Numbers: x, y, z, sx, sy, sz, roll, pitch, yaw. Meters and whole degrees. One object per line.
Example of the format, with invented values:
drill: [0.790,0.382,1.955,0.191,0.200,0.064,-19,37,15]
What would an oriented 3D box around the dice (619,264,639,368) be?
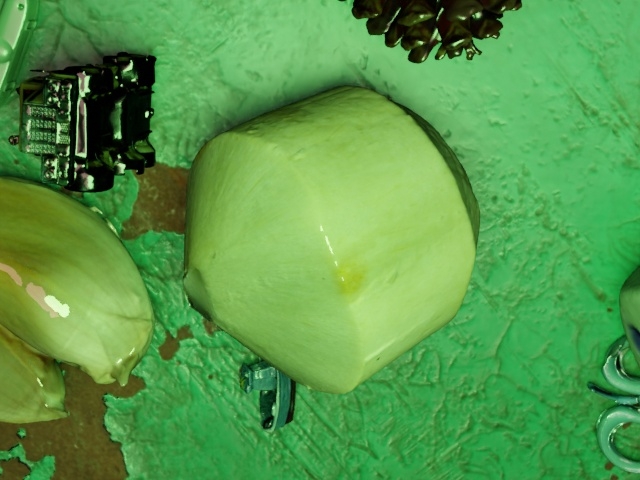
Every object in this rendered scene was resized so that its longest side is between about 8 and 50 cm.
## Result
dice: [0.483,0.103,1.266,0.243,0.251,0.259,-31,91,-3]

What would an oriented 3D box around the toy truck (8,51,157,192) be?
toy truck: [-0.247,-0.129,1.226,0.127,0.257,0.127,6,102,1]

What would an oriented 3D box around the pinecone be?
pinecone: [0.098,-0.316,1.219,0.246,0.246,0.292,-26,116,5]

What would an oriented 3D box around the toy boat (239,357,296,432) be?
toy boat: [-0.063,0.157,1.386,0.060,0.060,0.137,-3,106,-22]

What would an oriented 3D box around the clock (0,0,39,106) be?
clock: [-0.427,-0.239,1.299,0.210,0.066,0.159,19,100,-4]

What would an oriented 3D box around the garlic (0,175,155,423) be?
garlic: [-0.357,0.065,1.292,0.313,0.249,0.286,31,83,-26]

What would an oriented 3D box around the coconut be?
coconut: [0.000,0.000,1.220,0.323,0.323,0.323,0,102,-1]

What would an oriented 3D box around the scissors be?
scissors: [0.508,0.221,1.421,0.392,0.032,0.180,15,100,-3]
